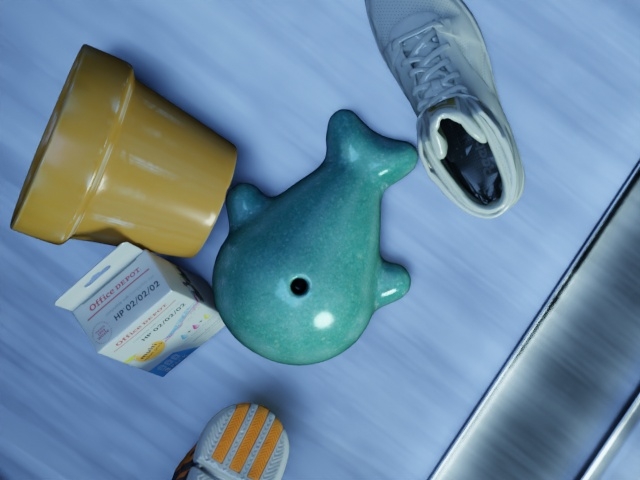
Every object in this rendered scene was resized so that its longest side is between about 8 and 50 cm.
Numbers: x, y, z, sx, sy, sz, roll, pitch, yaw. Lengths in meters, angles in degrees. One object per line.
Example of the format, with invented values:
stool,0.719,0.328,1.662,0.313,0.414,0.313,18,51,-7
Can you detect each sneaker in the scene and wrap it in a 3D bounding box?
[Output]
sneaker,0.127,-0.158,1.616,0.108,0.169,0.292,-27,92,10
sneaker,-0.134,0.327,1.678,0.124,0.180,0.321,32,72,0

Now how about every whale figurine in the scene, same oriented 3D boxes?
whale figurine,0.000,0.000,1.657,0.216,0.141,0.272,30,91,-2

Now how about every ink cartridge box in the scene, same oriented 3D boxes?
ink cartridge box,-0.182,0.074,1.663,0.104,0.181,0.061,-40,64,9

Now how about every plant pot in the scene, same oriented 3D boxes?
plant pot,-0.196,-0.073,1.654,0.188,0.205,0.205,22,98,-12
